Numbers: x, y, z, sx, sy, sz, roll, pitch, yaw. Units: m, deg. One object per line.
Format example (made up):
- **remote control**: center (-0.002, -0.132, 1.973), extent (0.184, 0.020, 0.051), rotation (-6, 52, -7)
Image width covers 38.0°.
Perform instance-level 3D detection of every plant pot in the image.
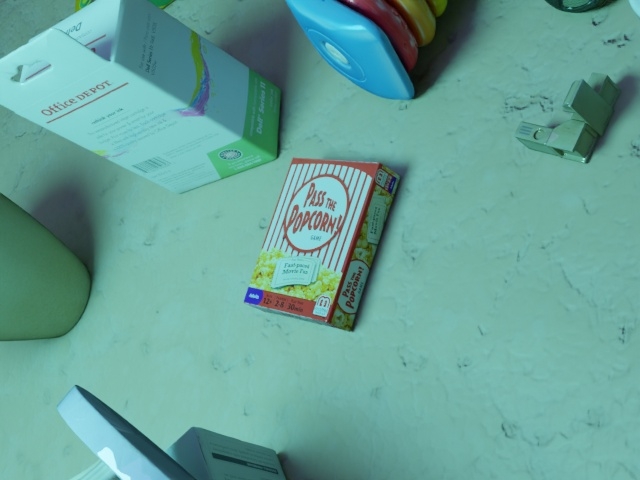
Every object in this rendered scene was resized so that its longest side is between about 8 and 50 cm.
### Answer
- **plant pot**: center (-0.486, 0.044, 1.364), extent (0.257, 0.274, 0.256), rotation (-21, 57, 36)

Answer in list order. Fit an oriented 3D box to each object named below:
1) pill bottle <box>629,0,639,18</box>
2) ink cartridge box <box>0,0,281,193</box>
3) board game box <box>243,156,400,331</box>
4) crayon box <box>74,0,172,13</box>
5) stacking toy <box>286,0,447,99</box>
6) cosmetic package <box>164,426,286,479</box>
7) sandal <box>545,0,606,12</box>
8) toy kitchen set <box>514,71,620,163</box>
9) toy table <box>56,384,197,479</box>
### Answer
- **pill bottle**: center (0.338, -0.186, 0.789), extent (0.094, 0.169, 0.094), rotation (-20, 58, 36)
- **ink cartridge box**: center (-0.243, -0.198, 1.201), extent (0.207, 0.353, 0.119), rotation (-15, 60, 37)
- **board game box**: center (0.000, 0.000, 1.100), extent (0.147, 0.045, 0.193), rotation (8, 75, 44)
- **crayon box**: center (-0.323, -0.476, 1.610), extent (0.323, 0.083, 0.203), rotation (-26, 54, 32)
- **stacking toy**: center (0.113, -0.332, 1.103), extent (0.175, 0.166, 0.301), rotation (37, 85, 31)
- **cosmetic package**: center (-0.127, 0.361, 0.972), extent (0.224, 0.138, 0.224), rotation (-43, 46, 18)
- **sandal**: center (0.292, -0.385, 0.942), extent (0.120, 0.086, 0.302), rotation (32, 125, 34)
- **toy kitchen set**: center (0.239, -0.134, 0.928), extent (0.075, 0.068, 0.083), rotation (23, 86, 46)
- **toy table**: center (-0.187, 0.260, 0.824), extent (0.161, 0.252, 0.274), rotation (-50, 35, -11)
